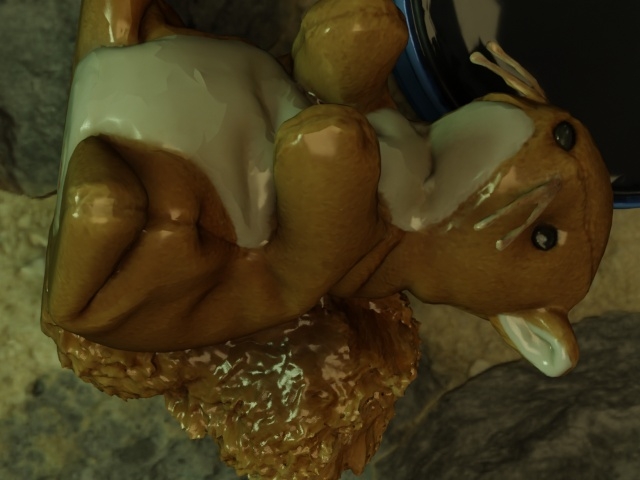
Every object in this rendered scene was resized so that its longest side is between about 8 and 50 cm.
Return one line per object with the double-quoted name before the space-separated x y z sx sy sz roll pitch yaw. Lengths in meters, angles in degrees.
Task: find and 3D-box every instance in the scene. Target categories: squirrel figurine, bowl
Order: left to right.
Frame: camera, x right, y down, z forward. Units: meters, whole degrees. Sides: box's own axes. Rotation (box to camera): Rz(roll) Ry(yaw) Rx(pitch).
"squirrel figurine" 0.000 0.000 1.124 0.371 0.281 0.397 7 137 -11
"bowl" 0.232 -0.207 1.198 0.391 0.077 0.391 -1 105 -5
